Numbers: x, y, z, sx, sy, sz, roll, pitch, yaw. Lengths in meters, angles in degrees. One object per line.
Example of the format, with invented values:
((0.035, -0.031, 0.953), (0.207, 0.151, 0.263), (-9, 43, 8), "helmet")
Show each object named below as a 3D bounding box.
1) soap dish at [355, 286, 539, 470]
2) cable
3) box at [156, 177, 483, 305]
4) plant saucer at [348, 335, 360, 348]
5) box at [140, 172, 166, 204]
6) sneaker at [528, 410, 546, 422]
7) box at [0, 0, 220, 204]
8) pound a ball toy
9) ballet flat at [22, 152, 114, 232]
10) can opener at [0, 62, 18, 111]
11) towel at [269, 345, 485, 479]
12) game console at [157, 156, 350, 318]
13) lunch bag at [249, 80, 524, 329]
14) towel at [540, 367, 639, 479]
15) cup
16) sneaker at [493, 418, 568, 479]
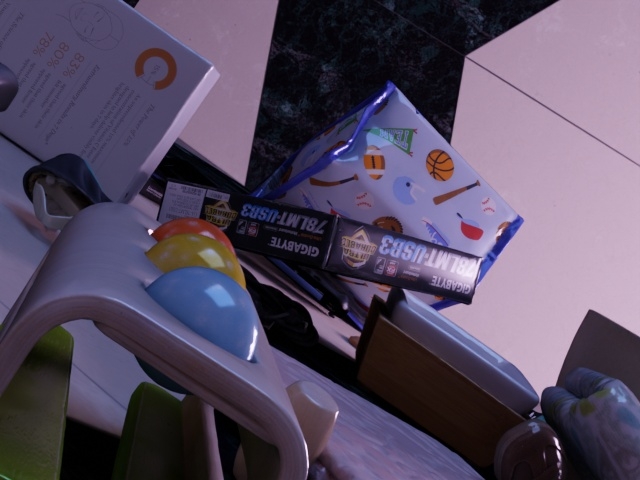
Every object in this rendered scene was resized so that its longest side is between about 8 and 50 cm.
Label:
((0.148, 0.167, 1.580), (0.229, 0.118, 0.291), (35, 3, -1), "soap dish")
((-0.076, 0.058, 1.484), (0.184, 0.047, 0.150), (35, 4, 32), "cable")
((0.000, 0.000, 1.549), (0.293, 0.073, 0.295), (16, 2, 41), "box")
((0.078, 0.164, 1.841), (0.083, 0.013, 0.083), (35, 2, -2), "plant saucer")
((-0.258, -0.085, 1.912), (0.162, 0.029, 0.116), (31, 5, -42), "box")
((0.452, 0.355, 2.037), (0.302, 0.108, 0.121), (32, 8, -25), "sneaker")
((-0.327, -0.225, 1.560), (0.345, 0.215, 0.168), (35, 3, -3), "box")
((-0.056, 0.075, 0.628), (0.208, 0.136, 0.319), (34, 4, -10), "pound a ball toy")
((-0.201, -0.009, 1.087), (0.203, 0.074, 0.074), (45, 9, 38), "ballet flat")
((-0.345, -0.126, 1.123), (0.074, 0.093, 0.280), (35, 8, -6), "can opener")
((0.073, 0.196, 0.938), (0.317, 0.053, 0.332), (32, 3, -27), "towel")
((-0.097, -0.003, 1.933), (0.361, 0.044, 0.213), (39, -3, 3), "game console")
((0.073, -0.023, 2.050), (0.328, 0.239, 0.385), (47, -30, -10), "lunch bag")
((0.351, 0.289, 1.326), (0.320, 0.090, 0.374), (55, 2, 6), "towel")
((0.421, 0.279, 1.634), (0.331, 0.237, 0.331), (36, 1, -1), "cup")
((0.204, 0.232, 1.094), (0.071, 0.066, 0.188), (48, -16, 47), "sneaker")
